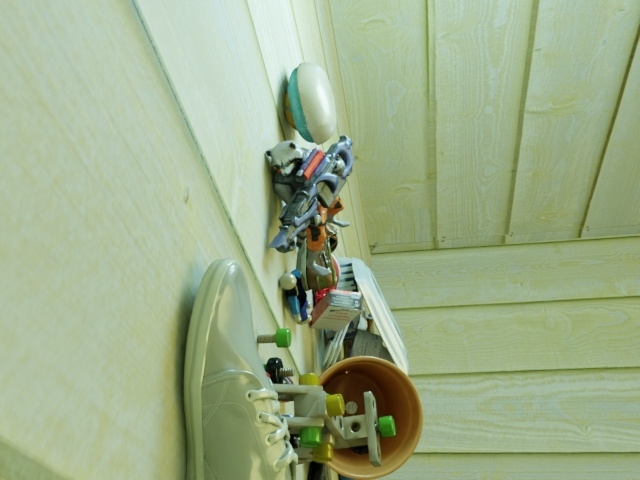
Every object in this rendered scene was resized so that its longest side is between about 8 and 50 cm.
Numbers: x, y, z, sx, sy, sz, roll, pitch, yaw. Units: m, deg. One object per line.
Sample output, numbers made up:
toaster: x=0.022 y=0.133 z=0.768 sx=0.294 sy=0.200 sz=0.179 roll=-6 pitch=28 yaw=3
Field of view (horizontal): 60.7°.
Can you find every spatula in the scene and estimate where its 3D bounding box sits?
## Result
spatula: x=0.057 y=0.261 z=1.586 sx=0.168 sy=0.019 sz=0.242 roll=126 pitch=-15 yaw=-81

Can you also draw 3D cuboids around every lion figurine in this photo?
lion figurine: x=0.137 y=0.332 z=2.097 sx=0.392 sy=0.142 sz=0.240 roll=-87 pitch=176 yaw=-61

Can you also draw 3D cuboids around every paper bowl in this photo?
paper bowl: x=0.144 y=0.440 z=1.770 sx=0.284 sy=0.148 sz=0.284 roll=16 pitch=90 yaw=-88

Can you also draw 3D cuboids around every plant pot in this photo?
plant pot: x=0.095 y=0.445 z=1.420 sx=0.203 sy=0.291 sz=0.290 roll=127 pitch=-40 yaw=-77

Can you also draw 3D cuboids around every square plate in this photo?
square plate: x=0.193 y=0.227 z=1.736 sx=0.347 sy=0.049 sz=0.344 roll=-81 pitch=146 yaw=-80

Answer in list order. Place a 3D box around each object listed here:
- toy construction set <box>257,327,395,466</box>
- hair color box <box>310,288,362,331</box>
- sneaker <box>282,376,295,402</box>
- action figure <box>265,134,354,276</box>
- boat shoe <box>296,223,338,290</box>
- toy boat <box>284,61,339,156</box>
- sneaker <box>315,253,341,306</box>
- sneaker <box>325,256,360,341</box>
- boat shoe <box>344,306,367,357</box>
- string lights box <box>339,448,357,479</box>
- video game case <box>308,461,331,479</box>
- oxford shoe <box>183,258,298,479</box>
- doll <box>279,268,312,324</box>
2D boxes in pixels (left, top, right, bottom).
toy construction set: x=0.003 y=0.333 z=0.913 sx=0.309 sy=0.237 sz=0.257 roll=-76 pitch=160 yaw=-62
hair color box: x=0.039 y=0.190 z=1.473 sx=0.167 sy=0.093 sz=0.053 roll=125 pitch=-30 yaw=-57
sneaker: x=-0.068 y=0.300 z=1.126 sx=0.119 sy=0.047 sz=0.057 roll=71 pitch=5 yaw=-62
action figure: x=-0.048 y=-0.074 z=1.249 sx=0.341 sy=0.179 sz=0.330 roll=-52 pitch=138 yaw=-35
boat shoe: x=0.000 y=0.000 z=1.483 sx=0.110 sy=0.105 sz=0.307 roll=71 pitch=17 yaw=-58
toy boat: x=-0.023 y=-0.297 z=1.455 sx=0.267 sy=0.148 sz=0.318 roll=-91 pitch=164 yaw=-54
sneaker: x=0.017 y=0.145 z=1.590 sx=0.128 sy=0.087 sz=0.221 roll=-81 pitch=163 yaw=-61
sneaker: x=0.090 y=0.227 z=1.870 sx=0.315 sy=0.128 sz=0.182 roll=-88 pitch=167 yaw=-45
boat shoe: x=0.158 y=0.411 z=2.247 sx=0.116 sy=0.123 sz=0.324 roll=68 pitch=21 yaw=-68
string lights box: x=0.098 y=0.704 z=1.843 sx=0.133 sy=0.077 sz=0.259 roll=-62 pitch=147 yaw=-76
video game case: x=0.003 y=0.702 z=1.375 sx=0.248 sy=0.035 sz=0.274 roll=-68 pitch=152 yaw=-70
oxford shoe: x=-0.096 y=0.244 z=0.699 sx=0.169 sy=0.130 sz=0.449 roll=52 pitch=33 yaw=-71
doll: x=-0.055 y=0.131 z=1.263 sx=0.189 sy=0.046 sz=0.129 roll=73 pitch=15 yaw=-56
